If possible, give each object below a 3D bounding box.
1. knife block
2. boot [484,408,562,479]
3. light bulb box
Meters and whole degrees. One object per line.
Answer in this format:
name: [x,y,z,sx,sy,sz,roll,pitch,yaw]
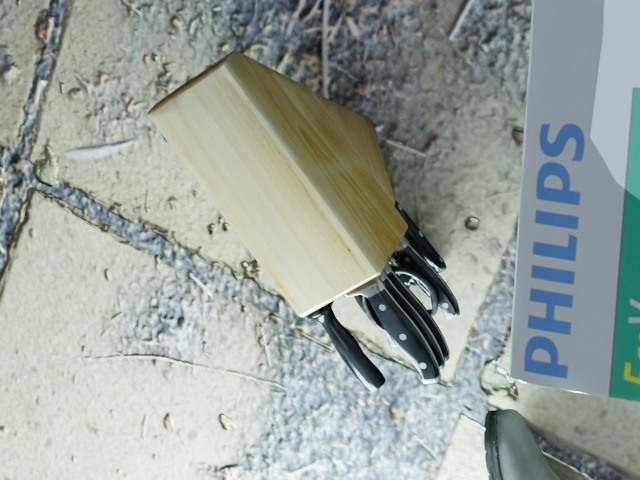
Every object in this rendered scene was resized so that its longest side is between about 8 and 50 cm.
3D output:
knife block: [0.000,0.000,1.239,0.088,0.275,0.242,-31,58,27]
boot: [0.245,0.232,1.270,0.161,0.083,0.246,-21,98,21]
light bulb box: [0.293,-0.100,1.001,0.225,0.361,0.358,8,106,24]
